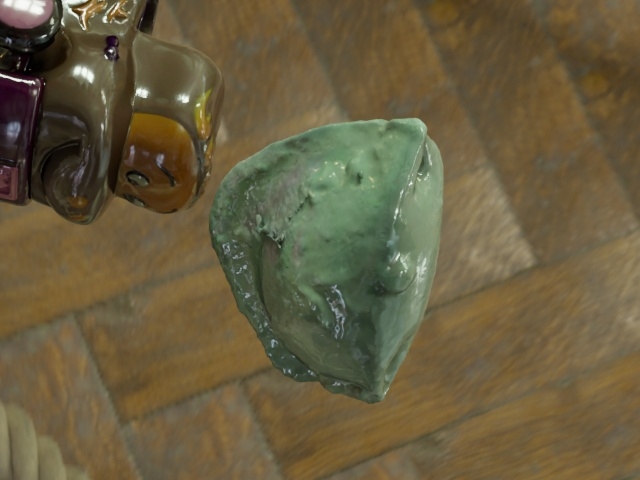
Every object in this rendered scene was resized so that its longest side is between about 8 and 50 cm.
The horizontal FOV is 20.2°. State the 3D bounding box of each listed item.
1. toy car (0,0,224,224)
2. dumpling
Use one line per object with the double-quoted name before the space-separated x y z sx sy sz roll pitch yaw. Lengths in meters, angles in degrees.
"toy car" -0.208 -0.175 1.741 0.240 0.271 0.340 11 60 -5
"dumpling" 0.006 0.006 1.180 0.149 0.216 0.105 9 28 -12
